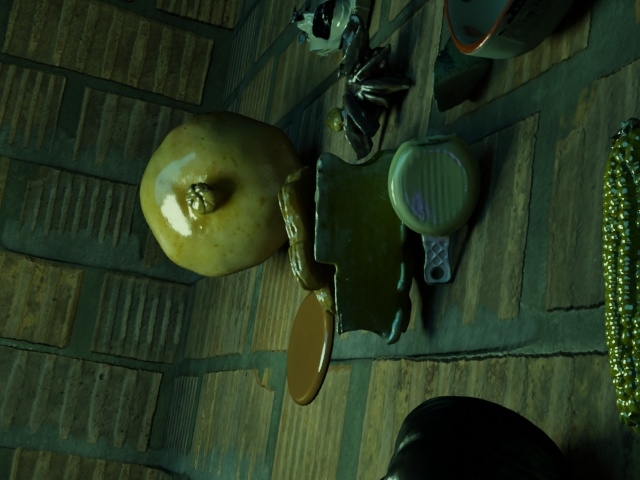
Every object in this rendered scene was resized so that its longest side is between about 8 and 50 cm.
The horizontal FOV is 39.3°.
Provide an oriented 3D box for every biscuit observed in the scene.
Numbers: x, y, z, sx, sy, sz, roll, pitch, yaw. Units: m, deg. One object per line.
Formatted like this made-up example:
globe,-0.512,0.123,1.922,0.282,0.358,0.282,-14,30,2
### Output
biscuit,-0.004,0.001,1.649,0.376,0.051,0.269,-62,-49,-69

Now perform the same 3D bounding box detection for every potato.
potato,0.035,-0.271,2.003,0.083,0.040,0.051,-126,46,-68

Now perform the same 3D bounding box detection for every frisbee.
frisbee,-0.025,0.224,1.902,0.251,0.021,0.251,-169,90,-71

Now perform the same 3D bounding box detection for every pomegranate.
pomegranate,-0.239,-0.109,2.151,0.411,0.411,0.412,-168,90,-72

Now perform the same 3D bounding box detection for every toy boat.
toy boat,0.016,-0.505,2.076,0.269,0.140,0.141,10,88,58

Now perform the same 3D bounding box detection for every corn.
corn,0.321,0.023,0.853,0.115,0.115,0.318,149,130,-66

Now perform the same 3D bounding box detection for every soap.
soap,0.072,-0.004,1.541,0.339,0.169,0.304,-77,-13,-84

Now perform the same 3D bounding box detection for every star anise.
star anise,0.088,-0.298,1.748,0.212,0.129,0.283,-176,90,-78

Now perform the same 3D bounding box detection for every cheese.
cheese,0.172,-0.043,1.339,0.064,0.137,0.227,-54,-39,-75

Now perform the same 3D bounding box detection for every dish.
dish,0.277,-0.364,1.217,0.256,0.117,0.256,-169,90,-72

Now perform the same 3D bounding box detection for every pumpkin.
pumpkin,0.155,0.325,0.959,0.315,0.238,0.315,25,-90,-88

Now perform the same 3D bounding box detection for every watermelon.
watermelon,0.224,-0.284,1.414,0.094,0.081,0.180,108,-174,-74
